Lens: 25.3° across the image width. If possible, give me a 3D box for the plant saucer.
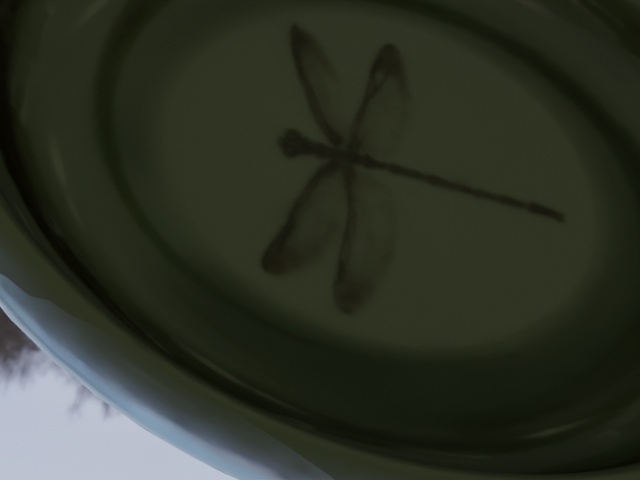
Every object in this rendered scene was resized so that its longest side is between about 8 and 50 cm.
[{"bbox_3d":[0.031,-0.040,0.583,0.400,0.100,0.400,9,-132,-11],"label":"plant saucer"}]
